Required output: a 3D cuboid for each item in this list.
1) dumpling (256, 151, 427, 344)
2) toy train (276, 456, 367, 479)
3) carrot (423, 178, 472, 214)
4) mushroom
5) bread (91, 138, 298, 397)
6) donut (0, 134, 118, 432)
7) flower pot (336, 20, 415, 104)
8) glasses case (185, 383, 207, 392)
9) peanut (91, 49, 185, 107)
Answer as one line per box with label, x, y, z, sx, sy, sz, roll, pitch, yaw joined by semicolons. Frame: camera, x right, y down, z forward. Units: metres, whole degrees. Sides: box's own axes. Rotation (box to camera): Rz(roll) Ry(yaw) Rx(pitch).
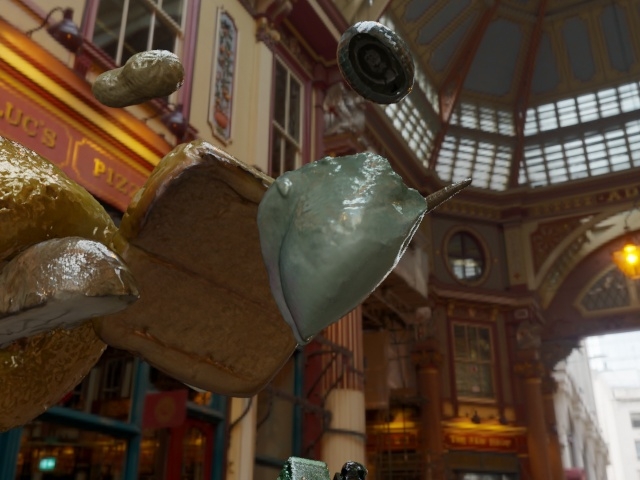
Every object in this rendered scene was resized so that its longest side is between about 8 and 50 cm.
dumpling;0.010;0.005;0.738;0.104;0.149;0.217;15;-64;-41
toy train;-0.005;0.457;1.064;0.154;0.270;0.115;12;9;-14
carrot;0.203;-0.067;1.489;0.254;0.049;0.049;-28;-33;20
mushroom;-0.283;0.051;0.723;0.209;0.094;0.072;-17;-35;19
bread;-0.154;0.047;1.056;0.336;0.328;0.148;28;3;-30
donut;-0.429;0.067;1.000;0.163;0.436;0.377;23;29;28
flower pot;0.153;-0.487;1.962;0.189;0.157;0.243;-37;-73;16
glasses case;-0.337;0.189;1.510;0.312;0.131;0.070;32;6;-5
peanut;-0.429;-0.375;1.661;0.236;0.110;0.120;-12;16;16
